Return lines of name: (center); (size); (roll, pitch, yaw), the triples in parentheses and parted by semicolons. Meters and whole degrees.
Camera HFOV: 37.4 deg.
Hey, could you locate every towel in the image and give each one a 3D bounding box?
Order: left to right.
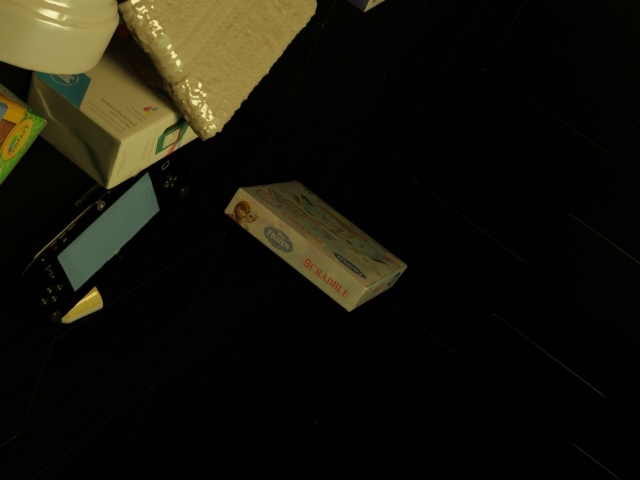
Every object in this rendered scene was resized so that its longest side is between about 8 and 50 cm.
towel: (-0.103, -0.267, 1.066); (0.187, 0.049, 0.282); (59, 46, -34)

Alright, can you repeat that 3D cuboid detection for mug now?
mug: (-0.372, 0.086, 1.414); (0.064, 0.062, 0.078); (-35, 134, -31)

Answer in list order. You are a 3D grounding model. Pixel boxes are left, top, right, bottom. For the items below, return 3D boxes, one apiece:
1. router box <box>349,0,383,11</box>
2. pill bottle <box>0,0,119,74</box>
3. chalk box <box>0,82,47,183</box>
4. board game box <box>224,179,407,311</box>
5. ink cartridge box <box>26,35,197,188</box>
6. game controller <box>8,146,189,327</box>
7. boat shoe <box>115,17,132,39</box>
router box: (0.173, -0.565, 1.512); (0.301, 0.082, 0.335); (-40, 163, -45)
pill bottle: (-0.161, -0.312, 0.653); (0.363, 0.210, 0.210); (-57, 168, 23)
chalk box: (-0.338, -0.097, 0.797); (0.132, 0.132, 0.213); (-53, 168, 4)
board game box: (0.000, 0.000, 1.935); (0.066, 0.319, 0.318); (-56, 167, 16)
ink cartridge box: (-0.207, -0.167, 1.090); (0.231, 0.134, 0.078); (-41, 164, -46)
game controller: (-0.303, -0.019, 1.328); (0.319, 0.067, 0.166); (-48, 168, -24)
boat shoe: (-0.224, -0.249, 0.986); (0.043, 0.049, 0.137); (-63, 166, -18)
